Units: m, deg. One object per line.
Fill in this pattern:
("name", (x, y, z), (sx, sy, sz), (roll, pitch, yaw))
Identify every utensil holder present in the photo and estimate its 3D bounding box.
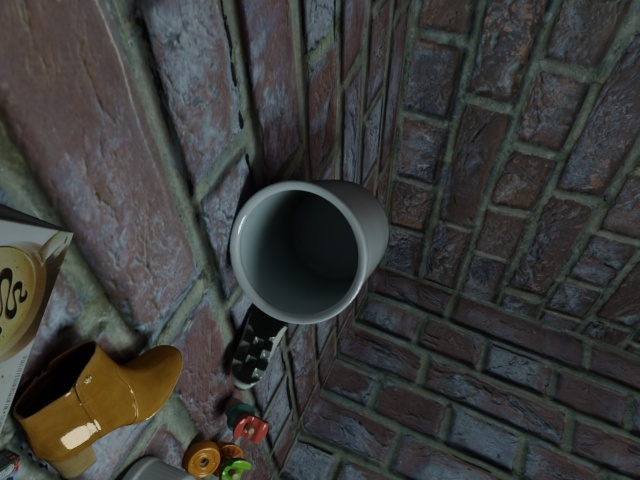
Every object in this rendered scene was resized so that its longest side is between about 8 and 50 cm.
("utensil holder", (0.000, 0.000, 1.331), (0.385, 0.327, 0.328), (-28, 135, -70))

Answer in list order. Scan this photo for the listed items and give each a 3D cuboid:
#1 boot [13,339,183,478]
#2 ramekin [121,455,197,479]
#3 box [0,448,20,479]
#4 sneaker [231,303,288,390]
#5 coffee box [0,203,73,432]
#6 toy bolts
("boot", (-0.340, 0.227, 0.847), (0.295, 0.104, 0.211), (-49, 154, -44))
("ramekin", (-0.354, 0.621, 1.113), (0.273, 0.127, 0.273), (8, 90, -80))
("box", (-0.472, 0.355, 0.687), (0.137, 0.027, 0.094), (-22, 130, -70))
("sneaker", (-0.173, 0.277, 1.491), (0.331, 0.122, 0.146), (-61, 180, -34))
("coffee box", (-0.389, 0.104, 0.502), (0.168, 0.118, 0.298), (29, 80, -75))
("toy bolts", (-0.281, 0.558, 1.470), (0.218, 0.158, 0.229), (33, 85, -33))
